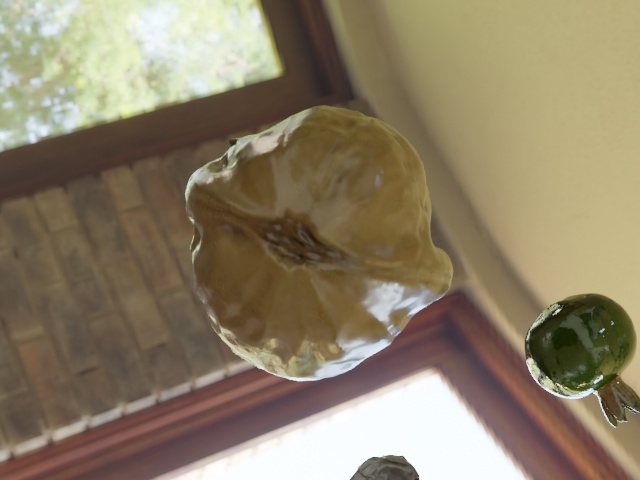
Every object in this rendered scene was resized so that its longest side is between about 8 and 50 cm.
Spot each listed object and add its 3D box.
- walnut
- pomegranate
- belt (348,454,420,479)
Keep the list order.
[{"bbox_3d":[-0.005,0.007,1.701,0.383,0.384,0.383,45,-36,45],"label":"walnut"},{"bbox_3d":[0.442,0.198,2.118,0.225,0.187,0.187,55,-28,12],"label":"pomegranate"},{"bbox_3d":[0.095,0.466,2.278,0.128,0.201,0.124,37,-6,7],"label":"belt"}]
